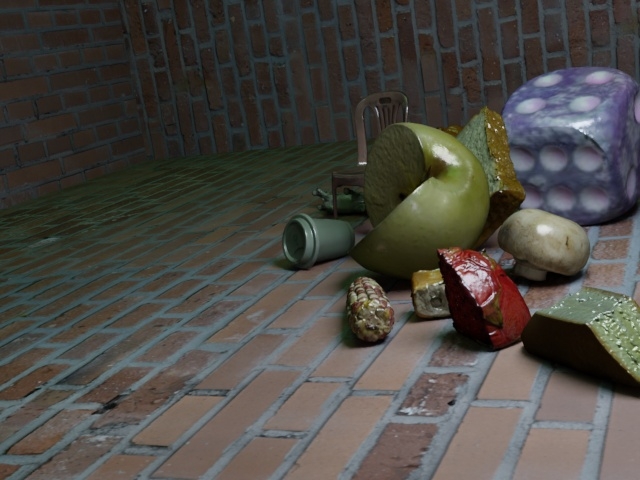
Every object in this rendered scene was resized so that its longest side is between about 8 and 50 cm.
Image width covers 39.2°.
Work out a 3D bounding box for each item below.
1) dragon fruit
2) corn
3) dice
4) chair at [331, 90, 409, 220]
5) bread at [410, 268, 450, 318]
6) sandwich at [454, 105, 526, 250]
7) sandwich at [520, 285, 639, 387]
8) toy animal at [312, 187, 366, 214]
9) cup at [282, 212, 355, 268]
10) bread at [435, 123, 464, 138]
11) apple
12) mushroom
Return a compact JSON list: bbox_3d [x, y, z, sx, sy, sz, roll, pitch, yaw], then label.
[{"bbox_3d":[0.258,0.075,1.371,0.127,0.161,0.120,-26,17,-21],"label":"dragon fruit"},{"bbox_3d":[0.081,0.108,1.515,0.080,0.079,0.237,-8,10,3],"label":"corn"},{"bbox_3d":[0.560,-0.209,1.981,0.270,0.270,0.271,3,38,35],"label":"dice"},{"bbox_3d":[0.125,-0.186,2.179,0.176,0.326,0.183,2,17,45],"label":"chair"},{"bbox_3d":[0.193,0.093,1.507,0.083,0.076,0.070,-7,25,4],"label":"bread"},{"bbox_3d":[0.325,-0.119,1.881,0.087,0.226,0.251,21,44,-24],"label":"sandwich"},{"bbox_3d":[0.363,0.126,1.215,0.094,0.096,0.258,-20,14,-22],"label":"sandwich"},{"bbox_3d":[0.064,-0.105,2.445,0.217,0.073,0.176,4,3,29],"label":"toy animal"},{"bbox_3d":[0.000,0.000,1.958,0.141,0.120,0.120,-2,7,-33],"label":"cup"},{"bbox_3d":[0.310,-0.162,2.155,0.135,0.246,0.232,18,34,29],"label":"bread"},{"bbox_3d":[0.195,-0.060,1.725,0.234,0.257,0.295,17,47,-10],"label":"apple"},{"bbox_3d":[0.399,0.012,1.612,0.166,0.127,0.166,15,13,-3],"label":"mushroom"}]
